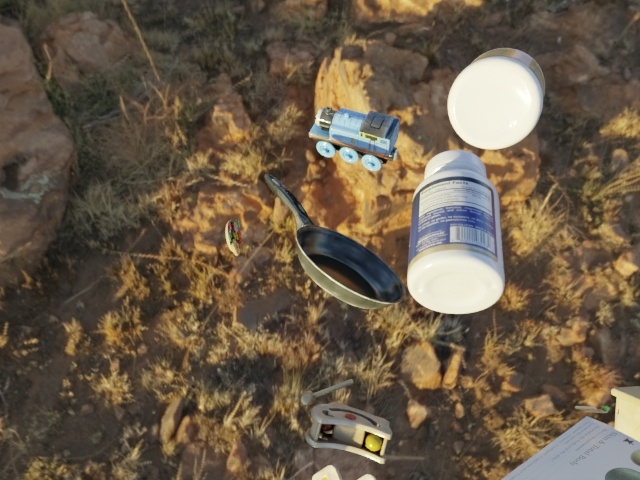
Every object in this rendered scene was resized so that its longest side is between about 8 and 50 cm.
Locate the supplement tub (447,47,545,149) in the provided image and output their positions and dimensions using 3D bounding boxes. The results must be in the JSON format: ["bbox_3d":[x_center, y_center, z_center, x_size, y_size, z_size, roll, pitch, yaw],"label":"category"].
[{"bbox_3d":[0.301,-0.244,0.958,0.144,0.144,0.200,25,30,11],"label":"supplement tub"}]

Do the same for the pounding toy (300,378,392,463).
[{"bbox_3d":[0.058,0.449,1.458,0.269,0.154,0.155,15,94,19],"label":"pounding toy"}]

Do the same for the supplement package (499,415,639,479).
[{"bbox_3d":[0.405,0.396,0.721,0.199,0.262,0.198,-24,105,-23],"label":"supplement package"}]

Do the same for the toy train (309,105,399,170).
[{"bbox_3d":[0.067,-0.206,1.110,0.184,0.105,0.080,19,57,14],"label":"toy train"}]

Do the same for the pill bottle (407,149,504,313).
[{"bbox_3d":[0.143,-0.016,0.604,0.094,0.094,0.169,10,50,2],"label":"pill bottle"}]

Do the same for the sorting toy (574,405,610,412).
[{"bbox_3d":[0.697,0.425,1.435,0.062,0.083,0.012,22,66,-33],"label":"sorting toy"}]

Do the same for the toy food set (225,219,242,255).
[{"bbox_3d":[-0.202,-0.010,1.331,0.020,0.083,0.083,-9,19,9],"label":"toy food set"}]

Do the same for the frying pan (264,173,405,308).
[{"bbox_3d":[-0.008,0.007,0.906,0.326,0.053,0.197,35,21,11],"label":"frying pan"}]

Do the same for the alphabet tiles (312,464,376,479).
[{"bbox_3d":[0.029,0.598,1.103,0.278,0.021,0.284,-39,49,13],"label":"alphabet tiles"}]

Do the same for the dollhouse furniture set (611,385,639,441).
[{"bbox_3d":[0.430,0.164,0.576,0.182,0.161,0.101,1,94,-16],"label":"dollhouse furniture set"}]
